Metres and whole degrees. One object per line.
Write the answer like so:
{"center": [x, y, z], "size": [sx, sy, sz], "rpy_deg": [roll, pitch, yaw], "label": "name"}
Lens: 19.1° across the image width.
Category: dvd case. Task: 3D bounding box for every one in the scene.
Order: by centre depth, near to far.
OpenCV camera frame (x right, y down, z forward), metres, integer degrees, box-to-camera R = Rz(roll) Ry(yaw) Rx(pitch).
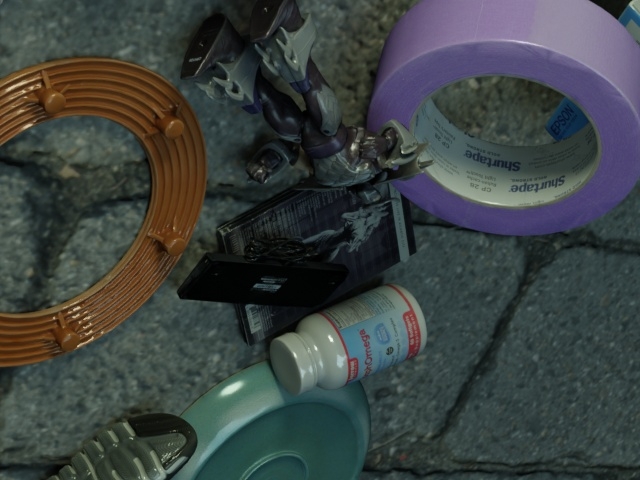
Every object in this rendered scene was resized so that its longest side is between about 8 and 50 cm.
{"center": [0.000, 0.000, 2.006], "size": [0.221, 0.018, 0.164], "rpy_deg": [-29, 135, -19], "label": "dvd case"}

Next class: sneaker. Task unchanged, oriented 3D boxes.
{"center": [-0.219, 0.276, 2.002], "size": [0.228, 0.086, 0.132], "rpy_deg": [-30, 142, -4], "label": "sneaker"}

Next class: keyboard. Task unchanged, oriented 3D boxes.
{"center": [-0.053, 0.026, 1.956], "size": [0.192, 0.038, 0.100], "rpy_deg": [5, 141, -42], "label": "keyboard"}

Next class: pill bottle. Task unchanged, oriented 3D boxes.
{"center": [0.029, 0.110, 2.064], "size": [0.160, 0.087, 0.087], "rpy_deg": [-21, 133, -26], "label": "pill bottle"}

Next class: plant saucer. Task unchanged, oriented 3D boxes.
{"center": [-0.065, 0.271, 2.148], "size": [0.317, 0.044, 0.317], "rpy_deg": [-23, 134, -25], "label": "plant saucer"}

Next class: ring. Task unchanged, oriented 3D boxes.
{"center": [-0.247, -0.017, 1.776], "size": [0.336, 0.032, 0.336], "rpy_deg": [-22, 133, -26], "label": "ring"}

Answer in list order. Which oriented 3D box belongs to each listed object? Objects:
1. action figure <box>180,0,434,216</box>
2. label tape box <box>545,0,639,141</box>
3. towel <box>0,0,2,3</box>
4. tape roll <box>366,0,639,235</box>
{"center": [-0.010, -0.110, 1.823], "size": [0.185, 0.099, 0.285], "rpy_deg": [-16, 135, 29], "label": "action figure"}
{"center": [0.421, -0.234, 2.021], "size": [0.347, 0.115, 0.249], "rpy_deg": [-41, 169, -28], "label": "label tape box"}
{"center": [-0.337, -0.279, 1.474], "size": [0.332, 0.053, 0.317], "rpy_deg": [-50, 139, 3], "label": "towel"}
{"center": [0.187, -0.127, 1.884], "size": [0.275, 0.275, 0.090], "rpy_deg": [71, 25, -45], "label": "tape roll"}
